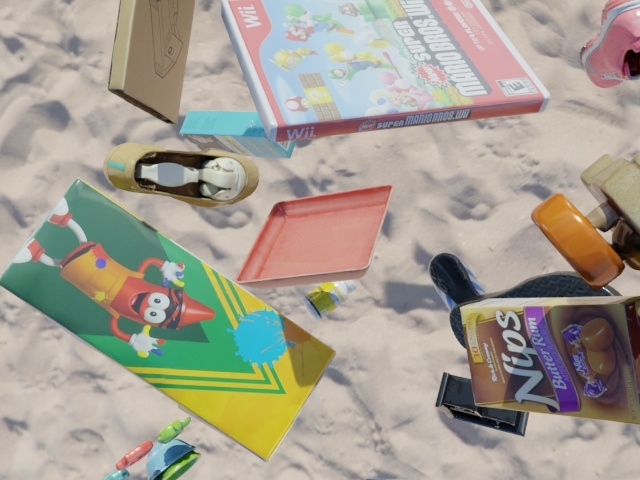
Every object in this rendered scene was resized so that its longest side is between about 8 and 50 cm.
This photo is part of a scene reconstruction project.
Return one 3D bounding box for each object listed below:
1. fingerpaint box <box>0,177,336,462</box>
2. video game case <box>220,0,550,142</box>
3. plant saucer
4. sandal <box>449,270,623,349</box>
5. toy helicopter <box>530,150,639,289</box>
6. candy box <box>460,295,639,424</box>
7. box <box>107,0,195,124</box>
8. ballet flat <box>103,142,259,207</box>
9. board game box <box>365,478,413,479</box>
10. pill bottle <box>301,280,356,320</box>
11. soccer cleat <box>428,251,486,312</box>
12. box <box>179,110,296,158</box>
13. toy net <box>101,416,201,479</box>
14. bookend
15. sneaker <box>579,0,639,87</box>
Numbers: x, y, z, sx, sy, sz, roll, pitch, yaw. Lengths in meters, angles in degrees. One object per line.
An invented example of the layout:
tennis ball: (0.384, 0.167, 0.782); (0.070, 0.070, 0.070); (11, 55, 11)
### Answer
fingerpaint box: (-0.209, 0.132, 1.041); (0.371, 0.445, 0.163); (34, 75, -3)
video game case: (0.061, -0.189, 0.739); (0.025, 0.285, 0.204); (101, 154, -50)
plant saucer: (0.000, 0.000, 1.361); (0.259, 0.258, 0.047); (-8, 124, 24)
sandal: (0.463, 0.146, 1.555); (0.446, 0.107, 0.167); (-14, 98, 53)
toy helicopter: (0.326, 0.019, 0.668); (0.140, 0.355, 0.235); (-42, 80, 15)
candy box: (0.230, 0.112, 0.715); (0.187, 0.053, 0.109); (-8, 91, 52)
box: (-0.181, -0.245, 0.819); (0.021, 0.164, 0.201); (7, 88, 10)
ballet flat: (-0.162, -0.079, 0.948); (0.073, 0.232, 0.080); (16, 102, 49)
board game box: (0.207, 0.308, 0.633); (0.233, 0.078, 0.347); (44, 146, -18)
pill bottle: (0.022, 0.123, 1.646); (0.116, 0.065, 0.065); (-35, 85, -9)
soccer cleat: (0.378, 0.172, 1.786); (0.116, 0.143, 0.331); (-30, 76, 14)
box: (-0.177, -0.227, 1.562); (0.244, 0.100, 0.060); (7, 72, 36)
toy net: (-0.234, 0.286, 0.806); (0.045, 0.232, 0.122); (50, 150, 13)
bookend: (0.326, 0.326, 1.452); (0.157, 0.156, 0.072); (9, 73, 24)
sneaker: (0.617, -0.374, 1.511); (0.116, 0.314, 0.136); (-10, 72, 8)
